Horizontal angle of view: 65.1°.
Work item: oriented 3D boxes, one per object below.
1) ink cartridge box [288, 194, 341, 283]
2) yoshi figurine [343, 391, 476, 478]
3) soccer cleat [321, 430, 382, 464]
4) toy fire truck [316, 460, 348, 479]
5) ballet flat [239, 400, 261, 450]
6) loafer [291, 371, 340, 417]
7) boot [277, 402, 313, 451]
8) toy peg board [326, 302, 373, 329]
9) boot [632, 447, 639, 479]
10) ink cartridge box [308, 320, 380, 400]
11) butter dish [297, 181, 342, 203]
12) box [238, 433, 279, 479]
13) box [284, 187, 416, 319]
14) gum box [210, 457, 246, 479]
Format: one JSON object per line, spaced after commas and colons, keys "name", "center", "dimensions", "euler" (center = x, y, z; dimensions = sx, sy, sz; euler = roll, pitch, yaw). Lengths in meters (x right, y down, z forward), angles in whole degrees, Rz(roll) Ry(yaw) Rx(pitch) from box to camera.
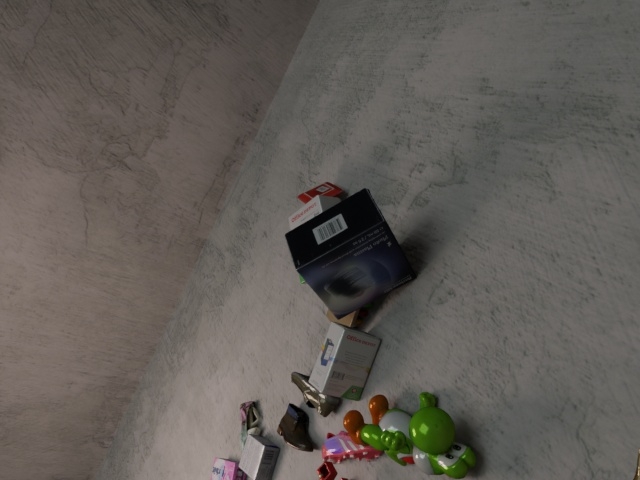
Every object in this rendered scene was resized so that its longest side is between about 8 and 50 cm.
{"name": "ink cartridge box", "center": [0.000, 0.000, 1.922], "dimensions": [0.211, 0.122, 0.289], "euler": [-33, 61, 43]}
{"name": "yoshi figurine", "center": [0.226, 0.477, 1.287], "dimensions": [0.362, 0.203, 0.203], "euler": [-1, 63, 53]}
{"name": "soccer cleat", "center": [0.090, 0.613, 1.506], "dimensions": [0.248, 0.083, 0.095], "euler": [-35, 39, 45]}
{"name": "toy fire truck", "center": [0.022, 0.742, 1.466], "dimensions": [0.192, 0.135, 0.047], "euler": [-60, 32, 10]}
{"name": "ballet flat", "center": [-0.275, 0.736, 1.983], "dimensions": [0.079, 0.077, 0.221], "euler": [-31, 43, 16]}
{"name": "loafer", "center": [-0.036, 0.528, 1.727], "dimensions": [0.251, 0.094, 0.087], "euler": [16, 79, 58]}
{"name": "boot", "center": [-0.080, 0.645, 1.732], "dimensions": [0.219, 0.082, 0.106], "euler": [6, 78, 59]}
{"name": "toy peg board", "center": [0.106, 0.239, 1.739], "dimensions": [0.161, 0.079, 0.160], "euler": [48, 127, 56]}
{"name": "boot", "center": [0.628, 0.416, 0.811], "dimensions": [0.203, 0.095, 0.261], "euler": [16, 86, 59]}
{"name": "ink cartridge box", "center": [0.079, 0.382, 1.593], "dimensions": [0.093, 0.154, 0.212], "euler": [19, 87, 60]}
{"name": "butter dish", "center": [0.009, -0.158, 2.089], "dimensions": [0.160, 0.118, 0.160], "euler": [-28, 29, -14]}
{"name": "box", "center": [-0.228, 0.805, 1.858], "dimensions": [0.137, 0.072, 0.126], "euler": [2, 73, 56]}
{"name": "box", "center": [0.099, 0.050, 1.561], "dimensions": [0.296, 0.294, 0.182], "euler": [-30, 42, 8]}
{"name": "gum box", "center": [-0.363, 0.931, 1.985], "dimensions": [0.188, 0.062, 0.107], "euler": [-20, 55, 50]}
